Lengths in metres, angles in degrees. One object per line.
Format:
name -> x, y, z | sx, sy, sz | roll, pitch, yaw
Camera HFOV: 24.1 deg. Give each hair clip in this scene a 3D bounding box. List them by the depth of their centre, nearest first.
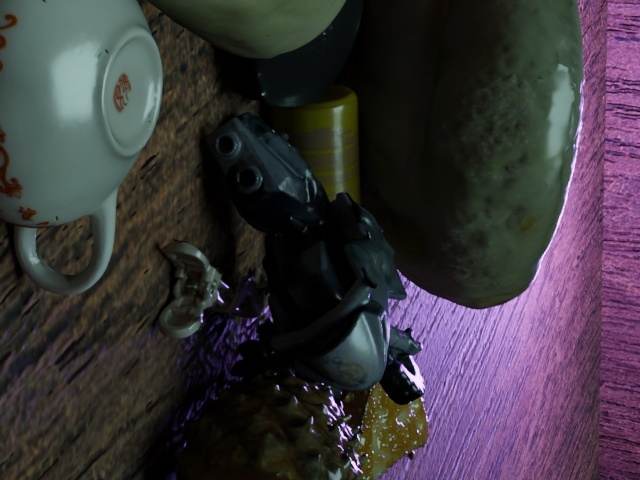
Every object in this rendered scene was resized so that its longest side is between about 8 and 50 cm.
hair clip -> -0.076, 0.047, 1.200 | 0.226, 0.034, 0.072 | 20, 79, -73

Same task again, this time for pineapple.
pineapple -> -0.026, 0.147, 1.213 | 0.278, 0.158, 0.158 | -75, 161, -57

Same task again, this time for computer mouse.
computer mouse -> 0.000, -0.216, 1.278 | 0.295, 0.087, 0.168 | -57, 150, -59

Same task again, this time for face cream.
face cream -> 0.000, 0.000, 1.343 | 0.078, 0.078, 0.273 | -48, 139, -61

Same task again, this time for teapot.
teapot -> -0.152, -0.076, 0.856 | 0.159, 0.116, 0.245 | -70, 165, -67

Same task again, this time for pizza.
pizza -> 0.044, 0.195, 1.560 | 0.199, 0.062, 0.188 | -57, 135, -44

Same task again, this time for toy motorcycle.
toy motorcycle -> -0.007, 0.018, 1.176 | 0.270, 0.106, 0.159 | 58, 17, 4

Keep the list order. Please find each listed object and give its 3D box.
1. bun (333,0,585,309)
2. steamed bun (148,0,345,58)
bun -> 0.117, -0.117, 1.412 | 0.365, 0.219, 0.365 | -179, -90, -86
steamed bun -> -0.052, -0.230, 0.953 | 0.200, 0.170, 0.225 | 66, 8, 11
